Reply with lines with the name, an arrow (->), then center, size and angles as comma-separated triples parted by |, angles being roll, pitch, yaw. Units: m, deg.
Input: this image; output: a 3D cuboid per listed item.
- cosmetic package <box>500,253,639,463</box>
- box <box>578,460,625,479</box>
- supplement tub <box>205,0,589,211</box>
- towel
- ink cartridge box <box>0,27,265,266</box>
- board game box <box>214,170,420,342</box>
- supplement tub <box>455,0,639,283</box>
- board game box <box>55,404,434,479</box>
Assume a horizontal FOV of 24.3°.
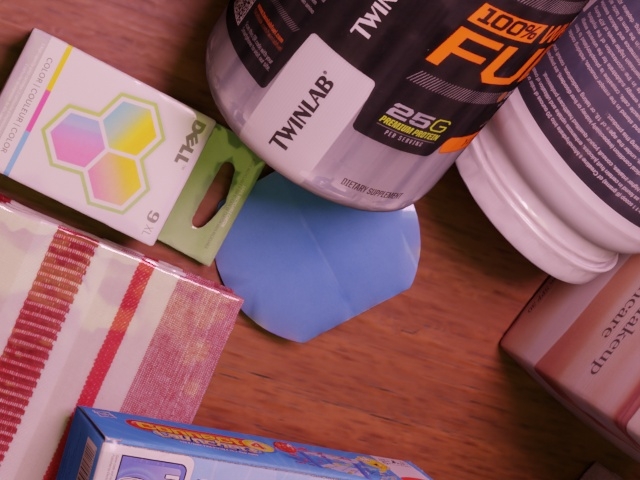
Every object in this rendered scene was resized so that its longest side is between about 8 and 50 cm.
cosmetic package -> 0.275, 0.097, 1.153 | 0.129, 0.296, 0.153 | 41, 87, -18
box -> 0.264, 0.306, 1.209 | 0.142, 0.247, 0.163 | 44, 86, -15
supplement tub -> 0.082, -0.199, 1.038 | 0.207, 0.207, 0.338 | 28, 123, -16
towel -> -0.252, 0.089, 1.158 | 0.329, 0.037, 0.237 | 23, 96, -15
ink cartridge box -> -0.149, -0.067, 1.136 | 0.209, 0.062, 0.109 | 27, 92, -13
board game box -> 0.000, 0.000, 1.200 | 0.168, 0.033, 0.133 | -29, 92, 14
supplement tub -> 0.251, -0.112, 1.121 | 0.191, 0.191, 0.272 | 39, 119, -16
board game box -> -0.081, 0.309, 1.180 | 0.302, 0.086, 0.308 | 14, 96, -26
